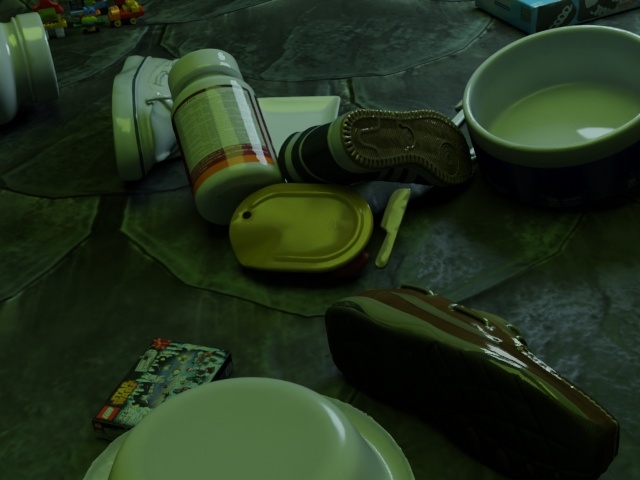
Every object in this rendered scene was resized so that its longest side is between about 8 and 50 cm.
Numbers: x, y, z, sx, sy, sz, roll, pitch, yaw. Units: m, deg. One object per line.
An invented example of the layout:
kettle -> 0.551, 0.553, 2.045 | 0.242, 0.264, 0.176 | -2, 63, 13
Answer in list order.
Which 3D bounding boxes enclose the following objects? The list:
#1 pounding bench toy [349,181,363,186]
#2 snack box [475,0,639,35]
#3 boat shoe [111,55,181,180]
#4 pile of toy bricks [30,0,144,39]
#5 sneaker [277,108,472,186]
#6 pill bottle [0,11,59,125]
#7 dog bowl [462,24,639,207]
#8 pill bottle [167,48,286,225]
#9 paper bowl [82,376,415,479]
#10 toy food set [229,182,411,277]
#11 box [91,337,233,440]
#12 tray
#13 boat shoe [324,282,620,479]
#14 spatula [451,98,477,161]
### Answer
pounding bench toy -> 0.063, -0.125, 1.442 | 0.083, 0.065, 0.052 | -19, 35, -21
snack box -> 0.474, -0.472, 1.930 | 0.322, 0.060, 0.187 | -18, 35, -20
boat shoe -> -0.220, -0.190, 1.538 | 0.157, 0.135, 0.367 | -3, 23, -3
pile of toy bricks -> -0.459, -0.470, 2.007 | 0.212, 0.105, 0.118 | -13, 33, -12
sneaker -> 0.069, -0.108, 1.360 | 0.153, 0.099, 0.282 | -17, -13, 41
pill bottle -> -0.593, -0.257, 1.618 | 0.334, 0.187, 0.188 | -16, 34, -15
dog bowl -> 0.329, -0.169, 1.378 | 0.265, 0.104, 0.265 | -12, 42, 11
pill bottle -> -0.130, -0.140, 1.368 | 0.121, 0.121, 0.221 | -13, 59, -12
paper bowl -> -0.062, 0.223, 0.846 | 0.284, 0.148, 0.284 | -4, 31, 2
toy food set -> 0.000, 0.000, 1.266 | 0.218, 0.071, 0.128 | 3, 57, 15
box -> -0.161, 0.158, 1.067 | 0.094, 0.027, 0.137 | 7, 35, 19
tray -> -0.052, -0.142, 1.515 | 0.145, 0.030, 0.270 | 0, 33, 7
boat shoe -> 0.150, 0.117, 1.008 | 0.120, 0.122, 0.324 | -28, 40, -37
spatula -> 0.259, -0.170, 1.535 | 0.168, 0.019, 0.242 | 15, 41, 26
